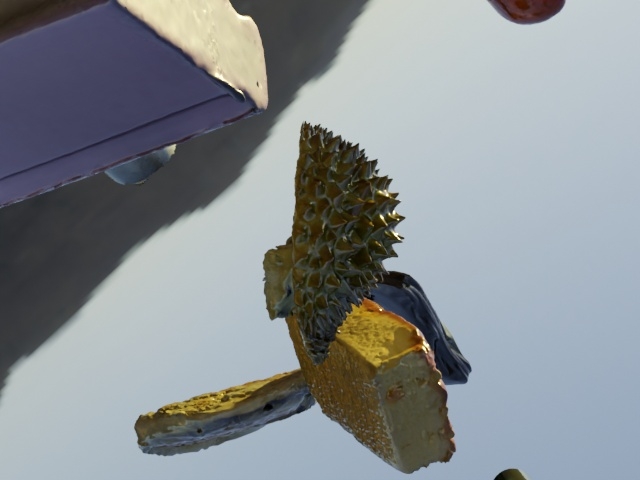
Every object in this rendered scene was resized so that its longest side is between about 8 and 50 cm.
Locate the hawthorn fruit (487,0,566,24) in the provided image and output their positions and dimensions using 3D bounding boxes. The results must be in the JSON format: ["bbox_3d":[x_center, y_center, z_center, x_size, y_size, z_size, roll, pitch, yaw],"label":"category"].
[{"bbox_3d":[0.286,-0.376,2.327,0.133,0.138,0.132,-47,-145,49],"label":"hawthorn fruit"}]

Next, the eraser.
[{"bbox_3d":[-0.270,-0.165,1.620,0.359,0.272,0.122,-19,-121,27],"label":"eraser"}]

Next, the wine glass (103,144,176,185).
[{"bbox_3d":[-0.279,-0.184,2.035,0.126,0.241,0.126,-20,-141,17],"label":"wine glass"}]

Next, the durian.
[{"bbox_3d":[0.000,0.000,2.009,0.166,0.306,0.172,-3,176,44],"label":"durian"}]

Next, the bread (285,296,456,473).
[{"bbox_3d":[0.069,0.180,2.214,0.114,0.184,0.275,-25,-154,-17],"label":"bread"}]

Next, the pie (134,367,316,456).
[{"bbox_3d":[-0.144,0.276,2.640,0.339,0.077,0.339,-18,172,-3],"label":"pie"}]

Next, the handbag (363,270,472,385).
[{"bbox_3d":[0.119,0.135,2.632,0.192,0.332,0.075,10,-118,33],"label":"handbag"}]

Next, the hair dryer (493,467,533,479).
[{"bbox_3d":[0.234,0.378,1.957,0.057,0.197,0.100,1,-171,-7],"label":"hair dryer"}]
